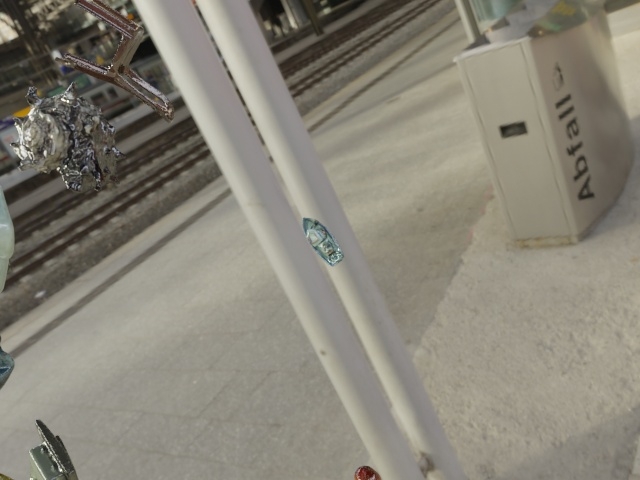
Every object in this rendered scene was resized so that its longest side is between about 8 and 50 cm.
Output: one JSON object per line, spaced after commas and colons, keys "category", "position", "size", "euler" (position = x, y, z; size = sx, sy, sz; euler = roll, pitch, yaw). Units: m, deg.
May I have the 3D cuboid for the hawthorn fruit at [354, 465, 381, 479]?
{"category": "hawthorn fruit", "position": [0.128, 0.652, 1.715], "size": [0.077, 0.077, 0.077], "euler": [-23, 19, 8]}

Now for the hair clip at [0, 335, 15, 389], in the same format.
{"category": "hair clip", "position": [-0.635, 0.150, 0.956], "size": [0.206, 0.310, 0.194], "euler": [-35, 43, -21]}

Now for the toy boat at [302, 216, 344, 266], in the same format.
{"category": "toy boat", "position": [0.000, 0.000, 1.504], "size": [0.059, 0.140, 0.066], "euler": [-40, -12, 19]}

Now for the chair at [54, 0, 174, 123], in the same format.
{"category": "chair", "position": [-0.499, -0.471, 1.653], "size": [0.183, 0.327, 0.175], "euler": [-58, 17, 16]}

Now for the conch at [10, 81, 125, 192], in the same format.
{"category": "conch", "position": [-0.625, -0.238, 1.538], "size": [0.240, 0.313, 0.186], "euler": [-49, 2, -15]}

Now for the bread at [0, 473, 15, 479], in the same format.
{"category": "bread", "position": [-0.716, 0.591, 1.317], "size": [0.124, 0.257, 0.186], "euler": [-19, 26, 27]}

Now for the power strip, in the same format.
{"category": "power strip", "position": [-0.645, 0.599, 1.542], "size": [0.092, 0.251, 0.257], "euler": [-17, 27, -35]}

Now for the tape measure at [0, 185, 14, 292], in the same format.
{"category": "tape measure", "position": [-0.758, -0.003, 1.402], "size": [0.125, 0.246, 0.243], "euler": [2, 30, -36]}
